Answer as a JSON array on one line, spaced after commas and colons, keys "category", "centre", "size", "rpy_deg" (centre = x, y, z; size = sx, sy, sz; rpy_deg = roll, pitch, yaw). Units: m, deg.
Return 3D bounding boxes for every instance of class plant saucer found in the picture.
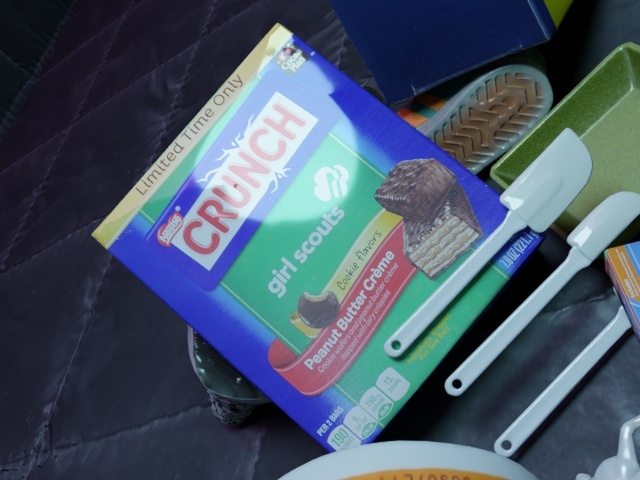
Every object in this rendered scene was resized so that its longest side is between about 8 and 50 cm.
[{"category": "plant saucer", "centre": [0.276, -0.079, 0.760], "size": [0.188, 0.045, 0.188], "rpy_deg": [-44, 33, 8]}]

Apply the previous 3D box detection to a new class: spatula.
[{"category": "spatula", "centre": [0.183, 0.048, 0.669], "size": [0.242, 0.168, 0.019], "rpy_deg": [-47, -8, 0]}]

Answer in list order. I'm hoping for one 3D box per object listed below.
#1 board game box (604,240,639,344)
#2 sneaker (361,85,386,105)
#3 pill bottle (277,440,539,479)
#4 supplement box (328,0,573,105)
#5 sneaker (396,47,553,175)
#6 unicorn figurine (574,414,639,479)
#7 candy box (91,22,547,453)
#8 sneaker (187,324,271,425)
[{"category": "board game box", "centre": [0.298, 0.090, 0.530], "size": [0.145, 0.027, 0.281], "rpy_deg": [-14, 41, 9]}, {"category": "sneaker", "centre": [0.049, -0.122, 1.076], "size": [0.071, 0.066, 0.188], "rpy_deg": [-45, 23, 39]}, {"category": "pill bottle", "centre": [0.061, 0.328, 0.431], "size": [0.224, 0.224, 0.392], "rpy_deg": [-33, 35, 23]}, {"category": "supplement box", "centre": [0.171, -0.337, 0.918], "size": [0.194, 0.195, 0.356], "rpy_deg": [-17, 25, 40]}, {"category": "sneaker", "centre": [0.128, -0.114, 0.935], "size": [0.302, 0.108, 0.121], "rpy_deg": [-33, 21, 28]}, {"category": "unicorn figurine", "centre": [0.222, 0.171, 0.554], "size": [0.111, 0.060, 0.162], "rpy_deg": [-47, 30, -4]}, {"category": "candy box", "centre": [0.000, 0.000, 0.771], "size": [0.317, 0.122, 0.268], "rpy_deg": [40, 89, 13]}, {"category": "sneaker", "centre": [-0.100, 0.035, 0.985], "size": [0.182, 0.158, 0.410], "rpy_deg": [116, 162, -49]}]
